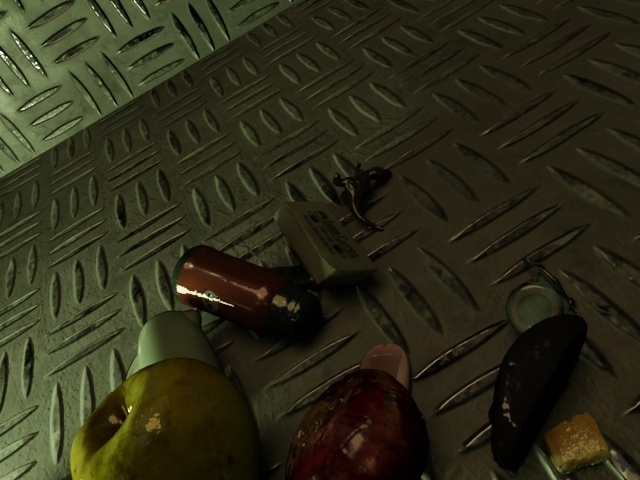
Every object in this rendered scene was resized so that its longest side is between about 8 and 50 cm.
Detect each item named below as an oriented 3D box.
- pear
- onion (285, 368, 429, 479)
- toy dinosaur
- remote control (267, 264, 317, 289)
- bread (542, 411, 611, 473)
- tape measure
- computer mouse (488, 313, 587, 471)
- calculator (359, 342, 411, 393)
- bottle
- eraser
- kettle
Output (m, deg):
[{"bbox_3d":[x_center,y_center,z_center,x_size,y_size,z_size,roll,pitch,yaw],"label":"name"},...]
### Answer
[{"bbox_3d":[-0.239,0.361,0.961,0.303,0.304,0.304,-17,40,15],"label":"pear"},{"bbox_3d":[0.057,0.318,0.898,0.246,0.190,0.246,-41,12,11],"label":"onion"},{"bbox_3d":[0.123,-0.128,1.424,0.179,0.087,0.187,22,62,46],"label":"toy dinosaur"},{"bbox_3d":[-0.093,0.092,1.351,0.222,0.042,0.072,-11,41,22],"label":"remote control"},{"bbox_3d":[0.372,0.297,0.853,0.083,0.035,0.070,-29,38,11],"label":"bread"},{"bbox_3d":[0.386,0.104,1.054,0.107,0.104,0.180,-44,0,18],"label":"tape measure"},{"bbox_3d":[0.314,0.216,0.893,0.086,0.138,0.270,21,59,35],"label":"computer mouse"},{"bbox_3d":[0.113,0.258,1.060,0.103,0.024,0.166,-10,44,22],"label":"calculator"},{"bbox_3d":[-0.154,0.122,1.262,0.336,0.144,0.144,19,58,27],"label":"bottle"},{"bbox_3d":[0.000,-0.001,1.330,0.111,0.077,0.352,-3,32,-24],"label":"eraser"},{"bbox_3d":[-0.315,0.272,1.204,0.221,0.161,0.236,-41,37,2],"label":"kettle"}]
